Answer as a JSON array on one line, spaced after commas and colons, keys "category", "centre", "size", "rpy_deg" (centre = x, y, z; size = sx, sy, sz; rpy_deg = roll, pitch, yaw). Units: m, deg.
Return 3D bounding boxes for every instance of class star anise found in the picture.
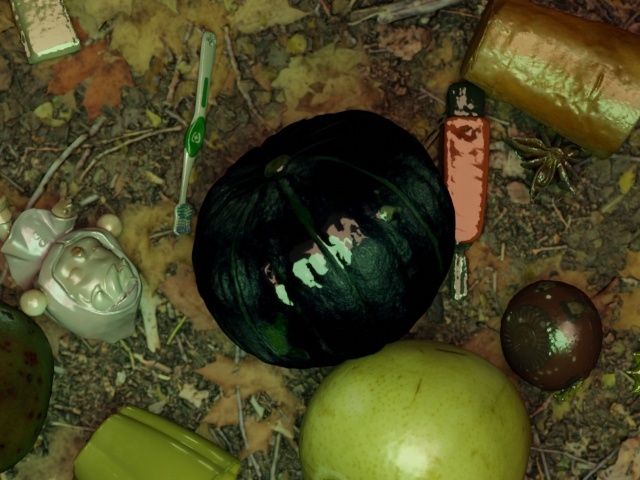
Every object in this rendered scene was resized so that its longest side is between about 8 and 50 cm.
[{"category": "star anise", "centre": [0.346, -0.117, 1.910], "size": [0.129, 0.056, 0.124], "rpy_deg": [-15, 67, -16]}]

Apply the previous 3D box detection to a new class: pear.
[{"category": "pear", "centre": [0.128, 0.274, 1.746], "size": [0.309, 0.309, 0.309], "rpy_deg": [0, 85, -4]}]

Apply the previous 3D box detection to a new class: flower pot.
[{"category": "flower pot", "centre": [-0.234, 0.328, 1.779], "size": [0.179, 0.195, 0.195], "rpy_deg": [35, 84, 13]}]

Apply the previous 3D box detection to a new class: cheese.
[{"category": "cheese", "centre": [-0.447, -0.454, 1.898], "size": [0.085, 0.034, 0.400], "rpy_deg": [-19, 86, -1]}]

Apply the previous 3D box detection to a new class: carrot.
[{"category": "carrot", "centre": [0.340, -0.252, 1.854], "size": [0.254, 0.196, 0.196], "rpy_deg": [26, 84, -1]}]

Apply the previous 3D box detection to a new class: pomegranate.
[{"category": "pomegranate", "centre": [-0.493, 0.214, 1.756], "size": [0.291, 0.323, 0.290], "rpy_deg": [-2, 54, 3]}]

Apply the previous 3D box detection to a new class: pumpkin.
[{"category": "pumpkin", "centre": [0.000, 0.000, 1.733], "size": [0.363, 0.363, 0.266], "rpy_deg": [-41, 122, -6]}]

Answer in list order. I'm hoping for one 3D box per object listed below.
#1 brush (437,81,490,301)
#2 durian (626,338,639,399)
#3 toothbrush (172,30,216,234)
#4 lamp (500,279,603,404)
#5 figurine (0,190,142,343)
[{"category": "brush", "centre": [0.209, -0.072, 1.897], "size": [0.070, 0.051, 0.323], "rpy_deg": [2, 85, -6]}, {"category": "durian", "centre": [0.573, 0.158, 1.878], "size": [0.260, 0.153, 0.186], "rpy_deg": [-31, 63, -13]}, {"category": "toothbrush", "centre": [-0.183, -0.157, 1.893], "size": [0.030, 0.030, 0.304], "rpy_deg": [7, 83, -3]}, {"category": "lamp", "centre": [0.334, 0.134, 1.852], "size": [0.135, 0.156, 0.157], "rpy_deg": [-4, 123, -40]}, {"category": "figurine", "centre": [-0.361, 0.032, 1.814], "size": [0.276, 0.133, 0.200], "rpy_deg": [39, 55, 4]}]
